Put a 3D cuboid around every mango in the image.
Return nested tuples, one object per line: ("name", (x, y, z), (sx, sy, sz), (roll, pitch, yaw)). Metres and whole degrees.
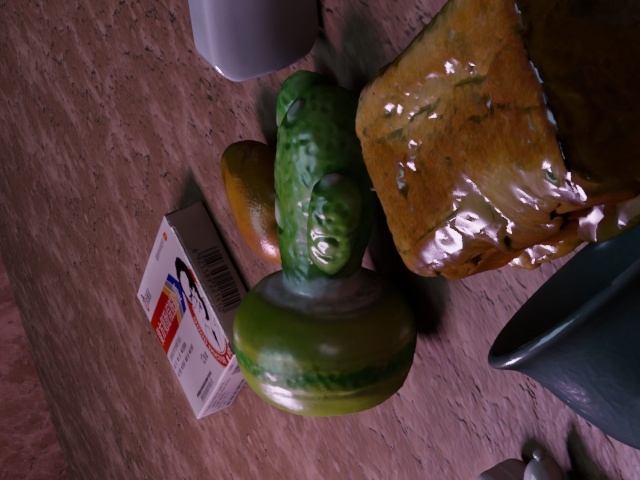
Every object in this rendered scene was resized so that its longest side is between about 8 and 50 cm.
("mango", (-0.057, -0.049, 1.866), (0.115, 0.089, 0.165), (91, 155, -64))

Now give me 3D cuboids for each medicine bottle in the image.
("medicine bottle", (-0.067, -0.248, 1.605), (0.069, 0.119, 0.183), (48, 153, 45))

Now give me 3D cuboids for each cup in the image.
("cup", (0.232, 0.068, 1.125), (0.150, 0.199, 0.199), (48, 161, -3))

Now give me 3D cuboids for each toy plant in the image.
("toy plant", (0.000, 0.000, 1.660), (0.224, 0.184, 0.316), (-112, 17, -67))

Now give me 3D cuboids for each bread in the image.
("bread", (0.147, -0.084, 1.174), (0.344, 0.148, 0.195), (146, 107, -70))

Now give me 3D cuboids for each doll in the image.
("doll", (0.205, 0.258, 1.551), (0.160, 0.059, 0.161), (5, 116, 69))

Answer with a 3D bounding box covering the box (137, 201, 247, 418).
("box", (-0.169, 0.106, 2.377), (0.214, 0.069, 0.353), (63, 159, 13))
